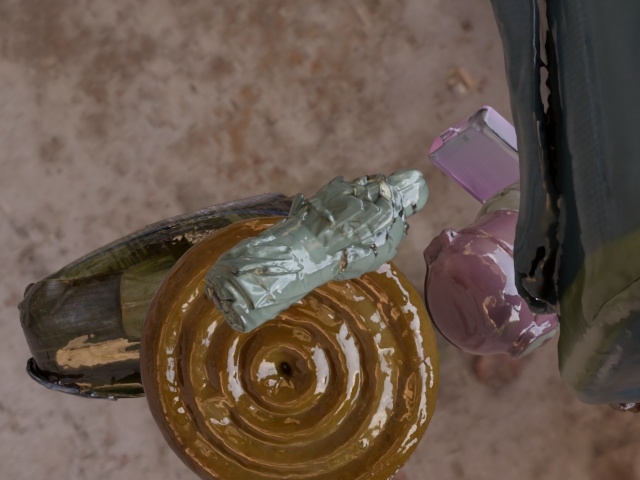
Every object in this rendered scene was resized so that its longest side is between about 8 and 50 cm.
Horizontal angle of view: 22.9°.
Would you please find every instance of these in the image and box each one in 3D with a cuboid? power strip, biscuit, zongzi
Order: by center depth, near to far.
[{"bbox_3d":[-0.028,0.108,1.327,0.262,0.262,0.037,57,11,-4],"label":"biscuit"},{"bbox_3d":[-0.120,0.092,1.745,0.403,0.432,0.208,-15,106,-14],"label":"zongzi"},{"bbox_3d":[0.266,-0.064,2.047,0.279,0.109,0.037,39,45,-17],"label":"power strip"}]

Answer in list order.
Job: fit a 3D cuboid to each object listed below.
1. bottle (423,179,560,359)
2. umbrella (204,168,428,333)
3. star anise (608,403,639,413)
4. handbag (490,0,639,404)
[{"bbox_3d":[0.168,0.002,1.091,0.233,0.110,0.110,-28,89,-38],"label":"bottle"},{"bbox_3d":[0.000,0.000,0.897,0.143,0.067,0.062,-30,83,-14],"label":"umbrella"},{"bbox_3d":[0.213,0.075,0.947,0.191,0.097,0.070,-12,107,-55],"label":"star anise"},{"bbox_3d":[0.163,-0.080,0.514,0.263,0.222,0.241,57,26,-73],"label":"handbag"}]
